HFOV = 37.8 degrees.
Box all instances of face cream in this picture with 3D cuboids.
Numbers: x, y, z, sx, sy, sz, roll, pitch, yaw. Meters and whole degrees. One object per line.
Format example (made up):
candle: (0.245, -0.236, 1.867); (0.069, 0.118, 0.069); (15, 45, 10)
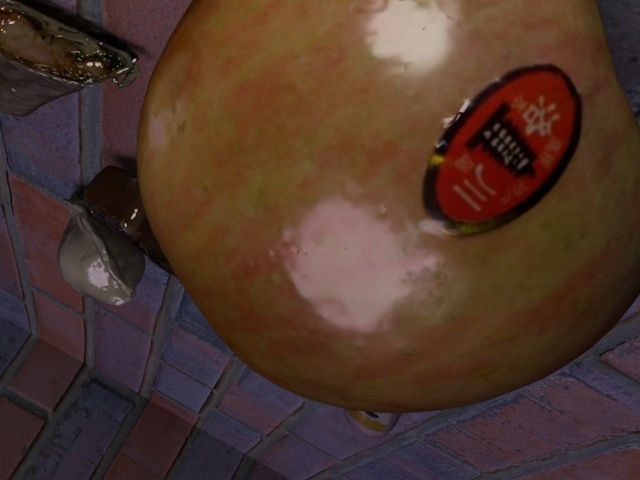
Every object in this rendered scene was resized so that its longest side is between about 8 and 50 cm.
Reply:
face cream: (0.106, 0.303, 1.755); (0.107, 0.073, 0.269); (34, 158, 9)

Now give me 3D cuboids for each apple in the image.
apple: (0.059, -0.062, 0.691); (0.346, 0.392, 0.391); (-22, 132, 22)

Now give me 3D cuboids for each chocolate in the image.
chocolate: (-0.262, -0.021, 1.473); (0.148, 0.093, 0.214); (32, 171, 38)

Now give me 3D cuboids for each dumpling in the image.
dumpling: (-0.393, 0.009, 1.641); (0.258, 0.147, 0.193); (44, 151, 45)

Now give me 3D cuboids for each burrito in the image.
burrito: (-0.391, -0.237, 1.210); (0.175, 0.107, 0.347); (30, 162, -37)
